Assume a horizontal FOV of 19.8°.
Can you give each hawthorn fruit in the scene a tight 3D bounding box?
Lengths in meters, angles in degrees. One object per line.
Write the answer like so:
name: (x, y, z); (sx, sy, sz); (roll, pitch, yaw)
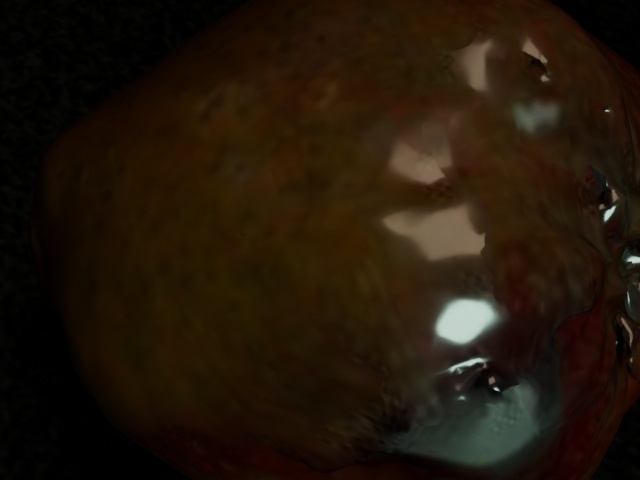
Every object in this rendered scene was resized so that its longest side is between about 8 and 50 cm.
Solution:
hawthorn fruit: (0.017, 0.000, 0.905); (0.325, 0.308, 0.308); (17, 50, 5)
